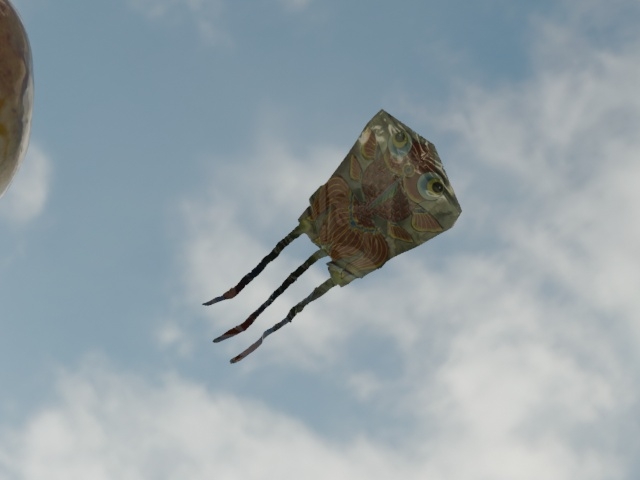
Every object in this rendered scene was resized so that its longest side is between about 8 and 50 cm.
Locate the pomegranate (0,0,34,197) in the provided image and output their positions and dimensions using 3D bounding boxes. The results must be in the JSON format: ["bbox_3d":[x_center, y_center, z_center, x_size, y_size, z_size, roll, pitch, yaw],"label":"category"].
[{"bbox_3d":[-0.355,-0.110,1.318,0.252,0.270,0.229,-11,-98,57],"label":"pomegranate"}]

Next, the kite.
[{"bbox_3d":[0.002,0.001,1.358,0.229,0.016,0.127,-38,-130,13],"label":"kite"}]
